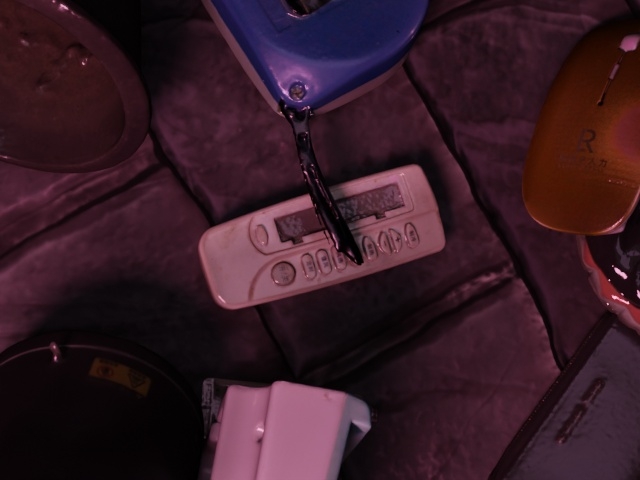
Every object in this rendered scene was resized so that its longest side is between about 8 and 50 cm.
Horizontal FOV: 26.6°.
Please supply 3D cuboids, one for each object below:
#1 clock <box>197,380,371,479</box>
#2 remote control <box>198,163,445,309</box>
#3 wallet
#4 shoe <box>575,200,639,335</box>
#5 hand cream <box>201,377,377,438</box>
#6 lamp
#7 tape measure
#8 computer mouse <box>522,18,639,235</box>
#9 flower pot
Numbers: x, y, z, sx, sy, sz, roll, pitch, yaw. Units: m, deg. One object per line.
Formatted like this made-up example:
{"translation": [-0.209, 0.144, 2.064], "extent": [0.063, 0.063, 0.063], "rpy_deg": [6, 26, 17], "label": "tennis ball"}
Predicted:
{"translation": [-0.058, 0.252, 1.100], "extent": [0.116, 0.262, 0.231], "rpy_deg": [16, 65, -3], "label": "clock"}
{"translation": [0.000, 0.000, 1.272], "extent": [0.230, 0.049, 0.090], "rpy_deg": [-16, 84, -12], "label": "remote control"}
{"translation": [0.273, 0.190, 1.289], "extent": [0.149, 0.044, 0.250], "rpy_deg": [39, 79, 3], "label": "wallet"}
{"translation": [0.354, 0.038, 1.249], "extent": [0.114, 0.137, 0.291], "rpy_deg": [-31, 69, -33], "label": "shoe"}
{"translation": [-0.029, 0.159, 1.261], "extent": [0.165, 0.037, 0.057], "rpy_deg": [2, 82, 0], "label": "hand cream"}
{"translation": [-0.203, 0.199, 1.096], "extent": [0.205, 0.374, 0.272], "rpy_deg": [9, 54, -5], "label": "lamp"}
{"translation": [0.026, -0.172, 1.258], "extent": [0.215, 0.098, 0.351], "rpy_deg": [-29, 81, -13], "label": "tape measure"}
{"translation": [0.275, -0.117, 1.290], "extent": [0.126, 0.056, 0.245], "rpy_deg": [12, 67, 36], "label": "computer mouse"}
{"translation": [-0.255, -0.198, 1.189], "extent": [0.269, 0.269, 0.166], "rpy_deg": [21, 59, -5], "label": "flower pot"}
